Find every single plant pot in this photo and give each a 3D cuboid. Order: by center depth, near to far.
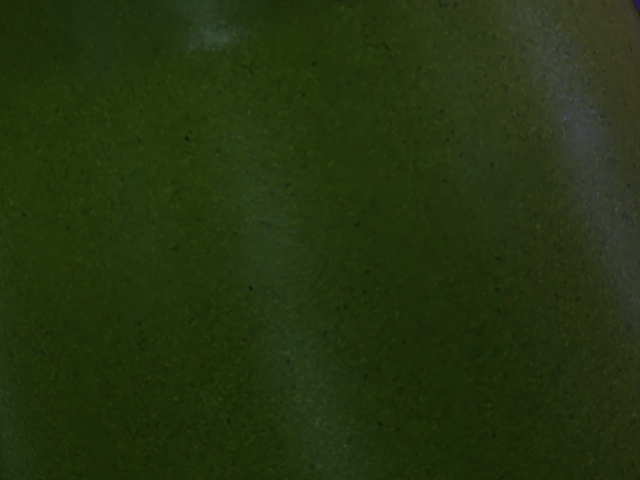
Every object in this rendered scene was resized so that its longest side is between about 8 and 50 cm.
[{"bbox_3d":[0.000,0.000,0.540,0.367,0.353,0.366,-13,27,7],"label":"plant pot"}]

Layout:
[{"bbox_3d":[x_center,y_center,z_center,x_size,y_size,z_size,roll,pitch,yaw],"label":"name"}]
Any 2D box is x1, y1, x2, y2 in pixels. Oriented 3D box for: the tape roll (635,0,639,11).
[{"bbox_3d":[0.282,-0.210,0.928,0.189,0.080,0.189,-14,39,12],"label":"tape roll"}]
